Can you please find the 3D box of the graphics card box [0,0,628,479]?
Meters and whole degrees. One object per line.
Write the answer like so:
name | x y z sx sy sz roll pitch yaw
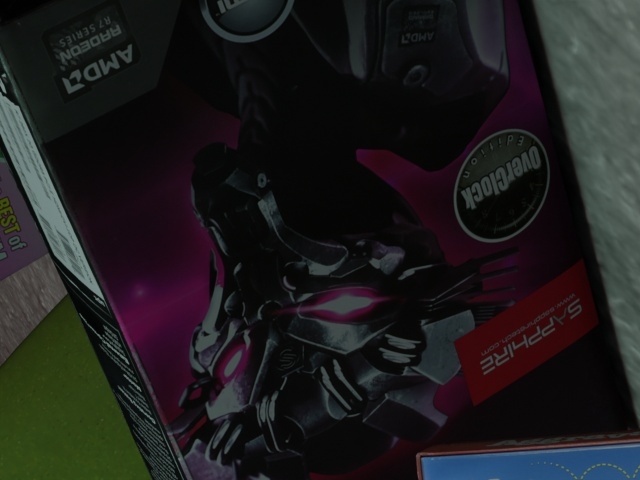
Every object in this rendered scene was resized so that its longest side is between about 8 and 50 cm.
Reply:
graphics card box | 0.000 0.000 0.801 0.094 0.232 0.371 36 150 55

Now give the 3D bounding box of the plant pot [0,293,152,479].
plant pot | -0.071 0.107 1.037 0.275 0.293 0.275 48 158 27

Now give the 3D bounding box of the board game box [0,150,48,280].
board game box | -0.173 -0.119 0.913 0.064 0.316 0.242 16 134 61

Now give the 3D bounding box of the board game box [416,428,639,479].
board game box | 0.174 0.125 0.525 0.027 0.281 0.145 -11 -86 -69
